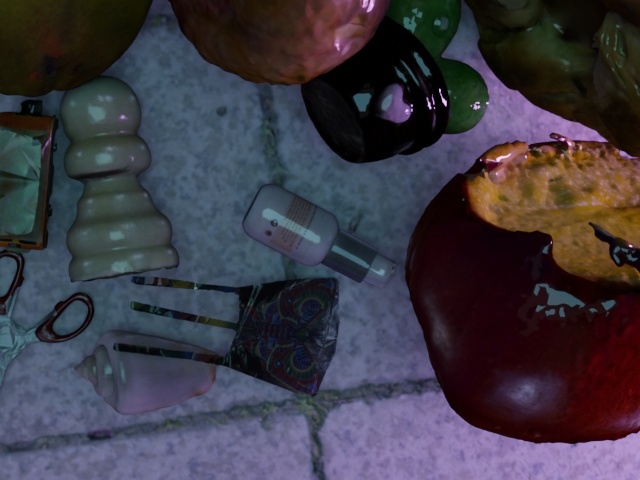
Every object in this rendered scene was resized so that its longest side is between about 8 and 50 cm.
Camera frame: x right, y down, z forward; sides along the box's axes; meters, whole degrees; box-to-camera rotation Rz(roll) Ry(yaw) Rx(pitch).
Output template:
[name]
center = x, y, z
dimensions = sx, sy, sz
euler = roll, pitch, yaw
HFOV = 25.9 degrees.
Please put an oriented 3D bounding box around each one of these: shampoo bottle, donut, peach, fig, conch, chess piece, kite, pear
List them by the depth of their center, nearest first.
[fig]
center = 0.012, -0.325, 1.557
dimensions = 0.368, 0.286, 0.286
euler = -19, 97, -35
[donut]
center = 0.309, -0.264, 1.569
dimensions = 0.170, 0.360, 0.360
euler = -43, 96, -21
[pear]
center = -0.309, -0.322, 1.575
dimensions = 0.269, 0.269, 0.321
euler = 13, 104, -4
[peach]
center = 0.309, 0.049, 1.614
dimensions = 0.416, 0.339, 0.353
euler = -24, 133, -1
[chess piece]
center = -0.253, -0.076, 1.674
dimensions = 0.133, 0.133, 0.243
euler = -9, 89, -2
[kite]
center = -0.108, 0.106, 1.702
dimensions = 0.285, 0.015, 0.152
euler = 8, 94, -21
[shampoo bottle]
center = 0.000, 0.000, 1.712
dimensions = 0.192, 0.074, 0.074
euler = 27, 93, -7
[conch]
center = -0.214, 0.161, 1.723
dimensions = 0.176, 0.094, 0.104
euler = 0, 81, -30

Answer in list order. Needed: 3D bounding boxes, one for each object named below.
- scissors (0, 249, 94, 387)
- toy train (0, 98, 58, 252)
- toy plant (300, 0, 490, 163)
[scissors]
center = -0.399, 0.143, 1.731
dimensions = 0.144, 0.017, 0.248
euler = 33, 94, -5
[toy train]
center = -0.358, -0.076, 1.671
dimensions = 0.072, 0.099, 0.188
euler = 5, 96, -3
[toy plant]
center = 0.096, -0.206, 1.663
dimensions = 0.235, 0.175, 0.218
euler = -35, 104, -27
